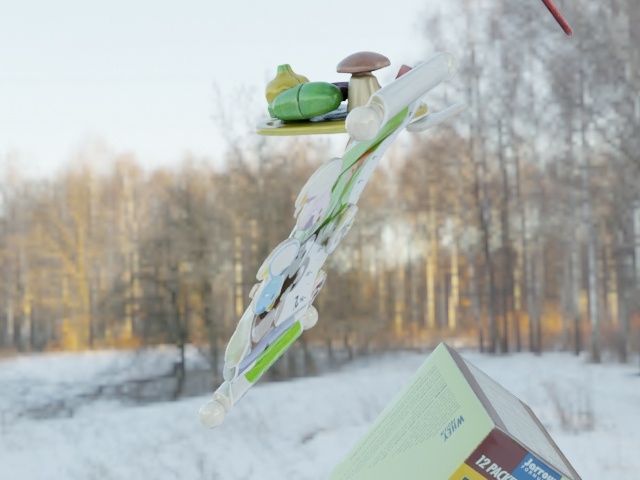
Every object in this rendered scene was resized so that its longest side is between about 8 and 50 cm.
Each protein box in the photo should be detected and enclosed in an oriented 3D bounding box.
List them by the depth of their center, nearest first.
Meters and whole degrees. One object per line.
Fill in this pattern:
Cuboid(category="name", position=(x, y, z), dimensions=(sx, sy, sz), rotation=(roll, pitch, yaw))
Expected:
Cuboid(category="protein box", position=(0.130, 0.247, 1.318), dimensions=(0.136, 0.200, 0.201), rotation=(37, 9, -18))

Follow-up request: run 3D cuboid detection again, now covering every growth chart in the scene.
Cuboid(category="growth chart", position=(0.000, 0.000, 0.709), dimensions=(0.021, 0.237, 0.172), rotation=(34, 35, 7))

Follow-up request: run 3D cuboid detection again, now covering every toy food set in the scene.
Cuboid(category="toy food set", position=(0.030, -0.146, 1.263), dimensions=(0.218, 0.071, 0.128), rotation=(1, 16, 36))

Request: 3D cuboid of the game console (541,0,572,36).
Cuboid(category="game console", position=(0.122, -0.217, 1.050), dimensions=(0.124, 0.085, 0.144), rotation=(-9, 34, -2))
